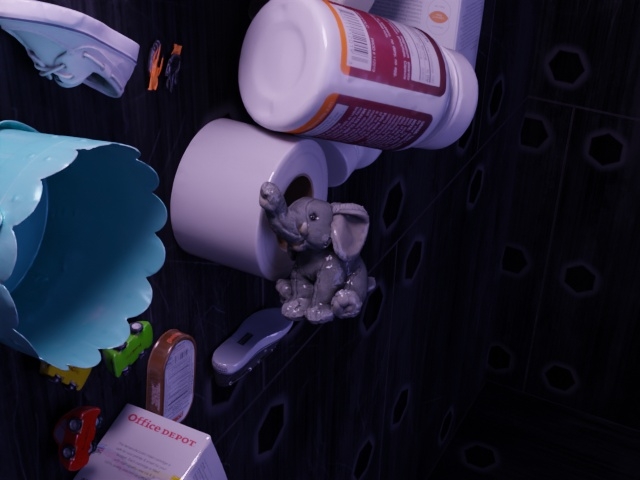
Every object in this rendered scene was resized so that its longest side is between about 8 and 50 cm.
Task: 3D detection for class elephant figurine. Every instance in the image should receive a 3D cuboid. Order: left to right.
[{"bbox_3d":[0.000,0.000,1.533,0.186,0.169,0.239,-98,180,-76],"label":"elephant figurine"}]

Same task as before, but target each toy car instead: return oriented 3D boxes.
[{"bbox_3d":[-0.336,0.196,1.442,0.225,0.053,0.239,-48,147,-46],"label":"toy car"}]

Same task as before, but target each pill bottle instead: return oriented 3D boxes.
[{"bbox_3d":[0.068,-0.252,1.893,0.318,0.176,0.176,-55,151,-37],"label":"pill bottle"},{"bbox_3d":[0.075,-0.272,1.636,0.392,0.224,0.224,5,102,-43],"label":"pill bottle"}]

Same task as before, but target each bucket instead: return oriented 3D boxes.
[{"bbox_3d":[-0.327,-0.002,1.116,0.281,0.183,0.281,-47,145,-49],"label":"bucket"}]

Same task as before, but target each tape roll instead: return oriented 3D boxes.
[{"bbox_3d":[-0.114,-0.070,1.615,0.246,0.169,0.246,-45,144,-47],"label":"tape roll"}]

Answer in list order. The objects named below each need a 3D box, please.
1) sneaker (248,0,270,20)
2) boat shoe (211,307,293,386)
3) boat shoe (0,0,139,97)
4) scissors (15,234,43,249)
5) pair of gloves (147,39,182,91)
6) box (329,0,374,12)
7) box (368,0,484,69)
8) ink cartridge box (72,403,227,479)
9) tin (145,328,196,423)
[{"bbox_3d":[-0.064,-0.417,1.643,0.170,0.051,0.089,-68,152,-21],"label":"sneaker"},{"bbox_3d":[-0.132,0.212,1.887,0.228,0.080,0.076,-42,148,-49],"label":"boat shoe"},{"bbox_3d":[-0.304,-0.229,1.170,0.258,0.095,0.084,10,92,-66],"label":"boat shoe"},{"bbox_3d":[-0.394,0.015,1.236,0.297,0.021,0.109,17,87,-68],"label":"scissors"},{"bbox_3d":[-0.232,-0.258,1.422,0.083,0.010,0.074,-17,119,-66],"label":"pair of gloves"},{"bbox_3d":[0.051,-0.490,1.749,0.275,0.113,0.094,-62,152,-14],"label":"box"},{"bbox_3d":[0.213,-0.421,2.058,0.168,0.215,0.345,-39,140,-54],"label":"box"},{"bbox_3d":[-0.286,0.421,1.554,0.232,0.171,0.168,-56,152,-34],"label":"ink cartridge box"},{"bbox_3d":[-0.259,0.246,1.673,0.106,0.040,0.189,-30,132,-53],"label":"tin"}]
